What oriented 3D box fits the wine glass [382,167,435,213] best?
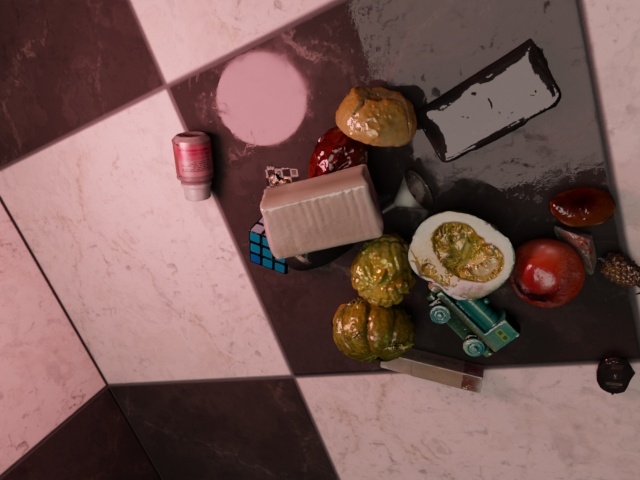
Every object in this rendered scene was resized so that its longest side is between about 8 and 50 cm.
[{"bbox_3d":[0.234,-0.112,1.485,0.232,0.156,0.156,-32,97,36],"label":"wine glass"}]

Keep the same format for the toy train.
[{"bbox_3d":[0.507,0.253,1.550,0.298,0.120,0.194,44,116,0],"label":"toy train"}]

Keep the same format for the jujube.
[{"bbox_3d":[0.051,-0.232,1.482,0.197,0.197,0.290,30,123,9],"label":"jujube"}]

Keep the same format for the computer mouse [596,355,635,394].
[{"bbox_3d":[0.939,0.425,1.465,0.099,0.057,0.172,1,125,23],"label":"computer mouse"}]

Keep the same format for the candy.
[{"bbox_3d":[0.002,-0.079,1.383,0.359,0.145,0.208,-12,120,12],"label":"candy"}]

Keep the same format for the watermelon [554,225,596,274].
[{"bbox_3d":[0.764,0.022,1.338,0.081,0.094,0.180,-35,111,30],"label":"watermelon"}]

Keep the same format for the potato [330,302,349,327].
[{"bbox_3d":[0.094,0.299,1.788,0.096,0.066,0.103,18,118,12],"label":"potato"}]

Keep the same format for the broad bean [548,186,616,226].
[{"bbox_3d":[0.739,-0.094,1.292,0.165,0.084,0.114,-9,107,21],"label":"broad bean"}]

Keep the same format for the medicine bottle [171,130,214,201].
[{"bbox_3d":[-0.477,-0.279,1.731,0.147,0.147,0.247,10,118,20],"label":"medicine bottle"}]

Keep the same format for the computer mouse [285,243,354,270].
[{"bbox_3d":[0.000,0.000,1.576,0.100,0.269,0.170,21,135,58],"label":"computer mouse"}]

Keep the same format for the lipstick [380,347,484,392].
[{"bbox_3d":[0.414,0.473,1.715,0.371,0.076,0.080,10,119,20],"label":"lipstick"}]

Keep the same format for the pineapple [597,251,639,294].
[{"bbox_3d":[0.895,0.112,1.306,0.221,0.103,0.083,35,122,8],"label":"pineapple"}]

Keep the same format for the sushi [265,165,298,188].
[{"bbox_3d":[-0.146,-0.170,1.695,0.139,0.031,0.201,8,117,21],"label":"sushi"}]

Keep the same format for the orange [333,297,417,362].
[{"bbox_3d":[0.195,0.320,1.648,0.300,0.223,0.301,1,152,12],"label":"orange"}]

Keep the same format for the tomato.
[{"bbox_3d":[0.659,0.097,1.345,0.208,0.184,0.208,34,134,44],"label":"tomato"}]

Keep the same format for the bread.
[{"bbox_3d":[0.170,-0.371,1.341,0.244,0.244,0.134,19,128,16],"label":"bread"}]

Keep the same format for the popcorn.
[{"bbox_3d":[0.223,0.086,1.528,0.206,0.251,0.237,-3,126,41],"label":"popcorn"}]

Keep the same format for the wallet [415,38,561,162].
[{"bbox_3d":[0.470,-0.379,1.301,0.377,0.051,0.197,-29,97,32],"label":"wallet"}]

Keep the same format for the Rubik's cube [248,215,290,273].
[{"bbox_3d":[-0.157,0.000,1.693,0.160,0.163,0.162,19,134,15],"label":"Rubik's cube"}]

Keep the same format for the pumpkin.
[{"bbox_3d":[0.428,0.032,1.416,0.293,0.197,0.263,38,109,8],"label":"pumpkin"}]
